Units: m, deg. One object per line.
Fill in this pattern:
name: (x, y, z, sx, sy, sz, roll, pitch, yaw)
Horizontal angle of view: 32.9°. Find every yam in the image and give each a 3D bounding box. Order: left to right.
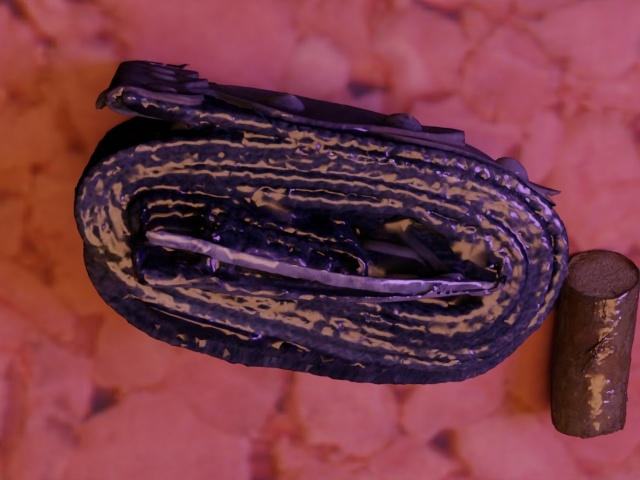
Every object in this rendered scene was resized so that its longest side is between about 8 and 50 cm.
yam: (0.144, 0.055, 0.570, 0.043, 0.043, 0.094, 0, 106, -10)

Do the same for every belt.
belt: (0.000, 0.000, 0.484, 0.218, 0.128, 0.122, 9, 105, -11)
